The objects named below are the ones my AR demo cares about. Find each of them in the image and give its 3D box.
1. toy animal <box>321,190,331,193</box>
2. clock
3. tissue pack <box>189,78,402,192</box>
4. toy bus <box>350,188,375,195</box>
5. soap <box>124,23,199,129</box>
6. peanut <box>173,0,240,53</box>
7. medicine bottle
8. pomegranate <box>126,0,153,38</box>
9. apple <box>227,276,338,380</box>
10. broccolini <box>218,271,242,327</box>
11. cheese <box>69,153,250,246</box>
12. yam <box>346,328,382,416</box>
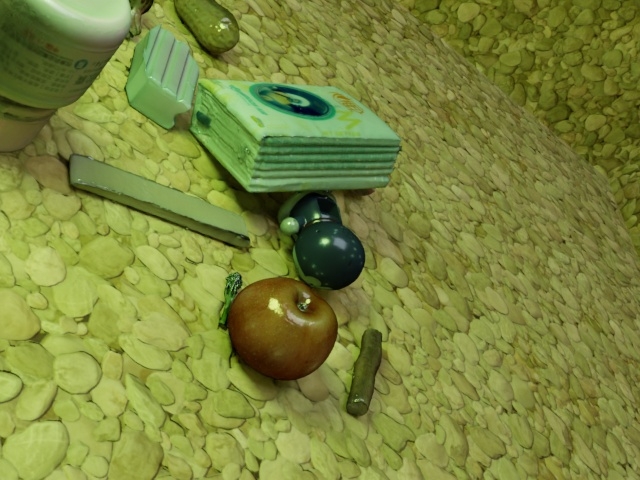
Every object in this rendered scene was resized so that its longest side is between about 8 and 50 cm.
[{"bbox_3d":[-0.001,-0.140,2.185,0.105,0.070,0.202,13,45,-26],"label":"toy animal"},{"bbox_3d":[0.000,0.000,1.926,0.200,0.146,0.243,23,30,-39],"label":"clock"},{"bbox_3d":[-0.054,-0.234,1.980,0.388,0.162,0.287,-4,36,-37],"label":"tissue pack"},{"bbox_3d":[0.081,-0.178,2.254,0.203,0.063,0.090,30,50,-62],"label":"toy bus"},{"bbox_3d":[-0.350,-0.365,1.961,0.145,0.091,0.230,36,31,-24],"label":"soap"},{"bbox_3d":[-0.294,-0.572,2.271,0.120,0.110,0.236,-24,65,-37],"label":"peanut"},{"bbox_3d":[-0.497,-0.327,1.485,0.256,0.325,0.256,32,31,-23],"label":"medicine bottle"},{"bbox_3d":[-0.437,-0.553,2.037,0.163,0.126,0.138,56,18,14],"label":"pomegranate"},{"bbox_3d":[-0.065,0.154,1.626,0.201,0.162,0.201,33,34,-26],"label":"apple"},{"bbox_3d":[-0.171,0.115,1.683,0.139,0.030,0.035,-83,160,-48],"label":"broccolini"},{"bbox_3d":[-0.303,-0.074,1.728,0.400,0.034,0.085,21,34,-38],"label":"cheese"},{"bbox_3d":[0.091,0.264,1.812,0.057,0.057,0.241,40,33,-13],"label":"yam"}]
